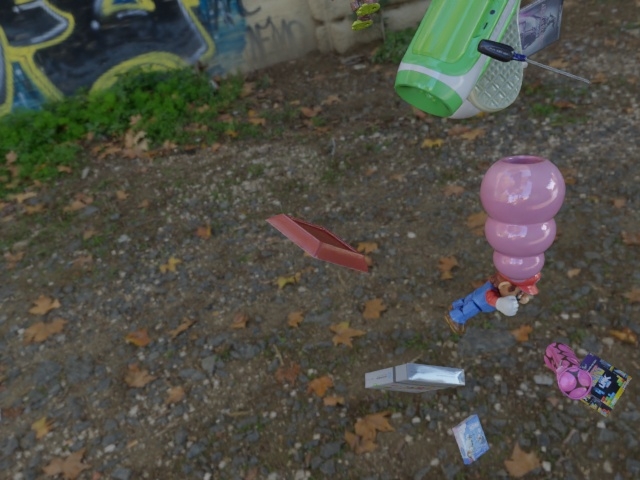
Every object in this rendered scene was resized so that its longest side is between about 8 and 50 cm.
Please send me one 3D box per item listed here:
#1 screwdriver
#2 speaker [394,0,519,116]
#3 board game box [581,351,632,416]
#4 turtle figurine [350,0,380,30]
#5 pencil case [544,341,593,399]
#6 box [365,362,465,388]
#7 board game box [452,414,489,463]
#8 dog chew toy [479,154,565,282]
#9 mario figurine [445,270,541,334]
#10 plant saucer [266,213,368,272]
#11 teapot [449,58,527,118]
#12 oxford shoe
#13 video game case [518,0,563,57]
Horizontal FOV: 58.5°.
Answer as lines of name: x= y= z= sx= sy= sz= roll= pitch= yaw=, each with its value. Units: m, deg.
screwdriver: x=0.308 y=-0.257 z=0.819 sx=0.170 sy=0.025 sz=0.024 roll=15 pitch=-8 yaw=1
speaker: x=0.237 y=-0.361 z=0.945 sx=0.131 sy=0.131 sz=0.296 roll=27 pitch=90 yaw=50
board game box: x=0.849 y=0.436 z=1.749 sx=0.141 sy=0.048 sz=0.170 roll=35 pitch=44 yaw=28
turtle figurine: x=0.083 y=-0.666 z=1.488 sx=0.087 sy=0.217 sz=0.269 roll=-13 pitch=-10 yaw=-28
pencil case: x=0.652 y=0.337 z=1.519 sx=0.098 sy=0.095 sz=0.209 roll=32 pitch=10 yaw=6
box: x=0.205 y=0.308 z=1.271 sx=0.145 sy=0.038 sz=0.186 roll=11 pitch=-22 yaw=-22
board game box: x=0.372 y=0.490 z=1.411 sx=0.090 sy=0.090 sz=0.020 roll=-14 pitch=-8 yaw=-43
dog chew toy: x=0.521 y=-0.049 z=1.488 sx=0.207 sy=0.331 sz=0.206 roll=-5 pitch=20 yaw=2
mario figurine: x=0.553 y=0.191 z=1.775 sx=0.320 sy=0.170 sz=0.198 roll=-42 pitch=37 yaw=34
plant saucer: x=0.000 y=0.000 z=1.757 sx=0.259 sy=0.047 sz=0.258 roll=19 pitch=13 yaw=-46
teapot: x=0.456 y=-0.486 z=1.724 sx=0.187 sy=0.252 sz=0.256 roll=-8 pitch=46 yaw=-23
oxford shoe: x=0.329 y=-0.487 z=1.152 sx=0.169 sy=0.449 sz=0.130 roll=-4 pitch=13 yaw=-7
video game case: x=0.669 y=-0.677 z=1.864 sx=0.274 sy=0.196 sz=0.026 roll=-30 pitch=54 yaw=-5
